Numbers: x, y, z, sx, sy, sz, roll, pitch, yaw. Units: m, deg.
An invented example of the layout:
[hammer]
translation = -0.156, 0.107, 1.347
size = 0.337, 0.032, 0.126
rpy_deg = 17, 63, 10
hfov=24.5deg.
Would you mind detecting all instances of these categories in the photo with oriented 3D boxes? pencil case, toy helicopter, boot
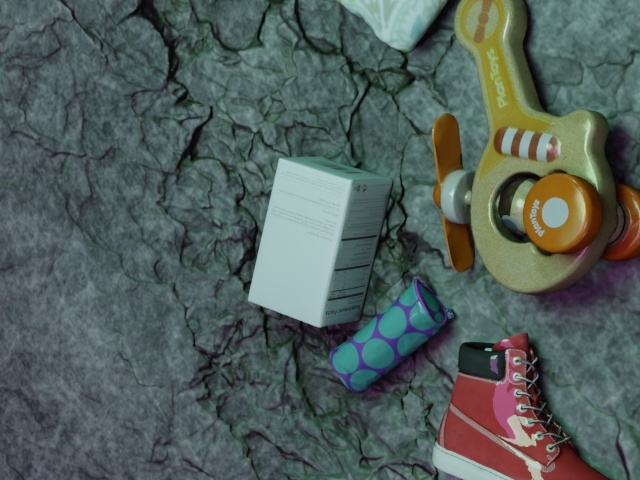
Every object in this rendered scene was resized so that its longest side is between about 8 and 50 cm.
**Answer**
[pencil case]
translation = 0.080, 0.113, 1.724
size = 0.064, 0.070, 0.152
rpy_deg = 41, 115, -17
[toy helicopter]
translation = 0.205, -0.110, 1.620
size = 0.235, 0.140, 0.355
rpy_deg = -25, 70, 39
[boot]
translation = 0.246, 0.202, 1.622
size = 0.244, 0.088, 0.176
rpy_deg = 19, 102, 32

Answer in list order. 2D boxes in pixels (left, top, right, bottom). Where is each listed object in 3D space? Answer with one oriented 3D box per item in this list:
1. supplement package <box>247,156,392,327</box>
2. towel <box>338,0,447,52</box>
[supplement package]
translation = 0.000, 0.000, 1.740
size = 0.105, 0.105, 0.179
rpy_deg = 19, 103, 27
[towel]
translation = 0.057, -0.451, 1.679
size = 0.374, 0.090, 0.320
rpy_deg = 44, 120, 21
